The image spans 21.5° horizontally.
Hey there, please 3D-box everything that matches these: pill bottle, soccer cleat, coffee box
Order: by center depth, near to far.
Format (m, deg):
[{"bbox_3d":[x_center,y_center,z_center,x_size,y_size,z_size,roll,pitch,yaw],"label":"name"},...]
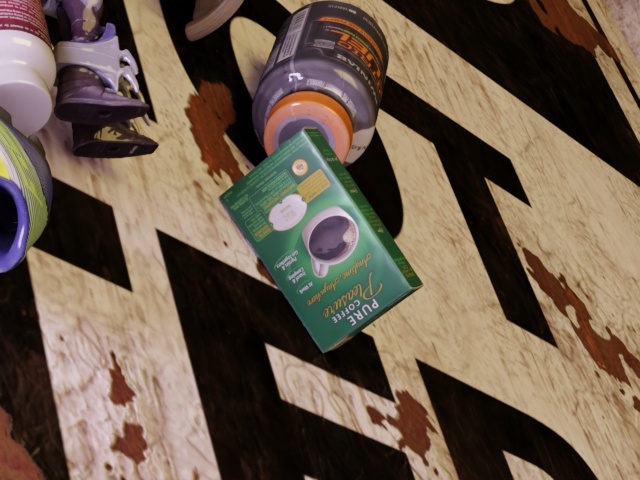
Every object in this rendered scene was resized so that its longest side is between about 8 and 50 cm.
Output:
[{"bbox_3d":[-0.301,-0.082,1.157,0.289,0.093,0.121,37,34,-31],"label":"soccer cleat"},{"bbox_3d":[-0.258,-0.156,1.349,0.086,0.086,0.152,28,32,-44],"label":"pill bottle"},{"bbox_3d":[0.000,0.000,1.575,0.184,0.113,0.040,55,20,10],"label":"coffee box"},{"bbox_3d":[-0.001,-0.152,1.770,0.130,0.130,0.245,45,24,-16],"label":"pill bottle"}]

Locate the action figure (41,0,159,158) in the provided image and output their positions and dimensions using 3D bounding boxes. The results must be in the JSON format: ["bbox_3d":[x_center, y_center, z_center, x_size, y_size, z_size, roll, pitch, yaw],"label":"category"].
[{"bbox_3d":[-0.209,-0.215,1.457,0.099,0.185,0.285,-7,69,-19],"label":"action figure"}]

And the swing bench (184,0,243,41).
[{"bbox_3d":[-0.150,-0.390,1.795,0.255,0.165,0.253,42,24,-23],"label":"swing bench"}]
